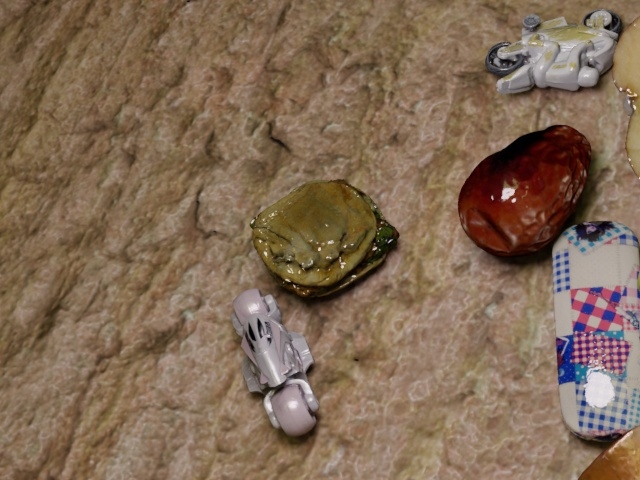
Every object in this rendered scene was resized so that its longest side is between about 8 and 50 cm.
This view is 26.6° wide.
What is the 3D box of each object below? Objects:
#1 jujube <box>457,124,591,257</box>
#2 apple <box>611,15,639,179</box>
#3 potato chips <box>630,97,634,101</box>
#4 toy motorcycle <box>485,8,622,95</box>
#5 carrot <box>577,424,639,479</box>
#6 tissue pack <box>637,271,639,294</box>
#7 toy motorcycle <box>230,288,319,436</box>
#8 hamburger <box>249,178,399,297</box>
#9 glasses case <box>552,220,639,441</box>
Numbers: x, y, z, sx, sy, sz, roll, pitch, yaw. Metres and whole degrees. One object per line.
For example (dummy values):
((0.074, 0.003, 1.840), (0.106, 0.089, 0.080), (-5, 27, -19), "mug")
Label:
((0.302, -0.079, 1.962), (0.168, 0.168, 0.236), (23, 53, 29), "jujube")
((0.561, -0.199, 1.906), (0.251, 0.163, 0.293), (9, 107, 41), "apple")
((0.529, -0.270, 2.054), (0.150, 0.049, 0.202), (-13, 55, 9), "potato chips")
((0.375, -0.285, 2.101), (0.228, 0.074, 0.151), (-19, 51, -3), "toy motorcycle")
((0.449, 0.363, 1.634), (0.196, 0.196, 0.254), (-32, 56, -1), "carrot")
((0.538, 0.121, 1.744), (0.185, 0.081, 0.257), (-3, 42, -10), "tissue pack")
((-0.072, 0.169, 1.972), (0.112, 0.112, 0.254), (-27, 55, 3), "toy motorcycle")
((0.000, 0.000, 2.051), (0.206, 0.130, 0.183), (-31, 56, -22), "hamburger")
((0.386, 0.120, 1.861), (0.125, 0.076, 0.328), (-7, 59, 17), "glasses case")
